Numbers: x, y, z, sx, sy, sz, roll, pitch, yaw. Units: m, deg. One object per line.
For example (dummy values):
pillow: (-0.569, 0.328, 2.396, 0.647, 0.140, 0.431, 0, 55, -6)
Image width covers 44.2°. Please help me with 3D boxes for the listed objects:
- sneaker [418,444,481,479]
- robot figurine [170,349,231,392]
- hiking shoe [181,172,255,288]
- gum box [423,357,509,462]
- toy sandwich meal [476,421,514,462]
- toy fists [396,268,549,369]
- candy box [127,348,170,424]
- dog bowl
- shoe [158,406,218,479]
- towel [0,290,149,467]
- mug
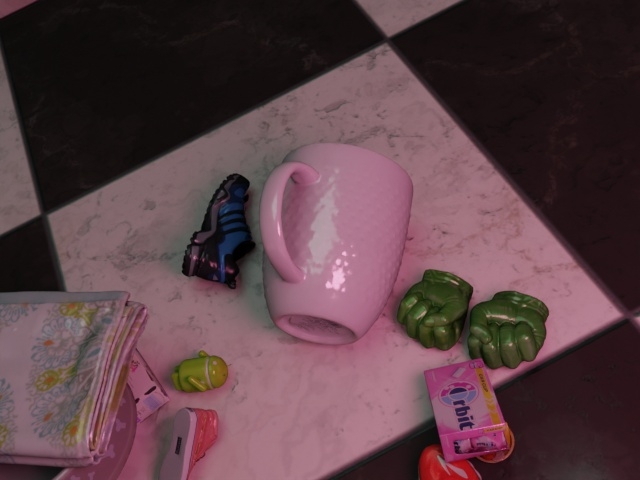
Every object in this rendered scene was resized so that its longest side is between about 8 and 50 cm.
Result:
sneaker: (0.227, 0.438, 1.242, 0.107, 0.118, 0.279, -21, 50, 2)
robot figurine: (-0.235, 0.265, 1.565, 0.115, 0.067, 0.101, -11, 22, 12)
hiking shoe: (-0.204, -0.020, 1.769, 0.132, 0.113, 0.304, 22, 52, -3)
gum box: (0.245, 0.288, 1.339, 0.107, 0.062, 0.188, -13, 27, 5)
toy sandwich meal: (0.292, 0.338, 1.353, 0.086, 0.029, 0.085, -9, 52, 12)
toy fists: (0.277, 0.147, 1.463, 0.279, 0.096, 0.142, 16, 61, 27)
candy box: (-0.429, 0.314, 1.591, 0.196, 0.070, 0.165, -37, 51, -10)
dog bowl: (-0.525, 0.360, 1.482, 0.349, 0.102, 0.348, -10, 54, 14)
shoe: (-0.242, 0.399, 1.470, 0.064, 0.081, 0.177, 11, 87, 39)
towel: (-0.518, 0.244, 1.441, 0.375, 0.090, 0.320, -3, 54, 19)
mug: (0.000, 0.000, 1.493, 0.276, 0.374, 0.328, -3, 62, 30)
